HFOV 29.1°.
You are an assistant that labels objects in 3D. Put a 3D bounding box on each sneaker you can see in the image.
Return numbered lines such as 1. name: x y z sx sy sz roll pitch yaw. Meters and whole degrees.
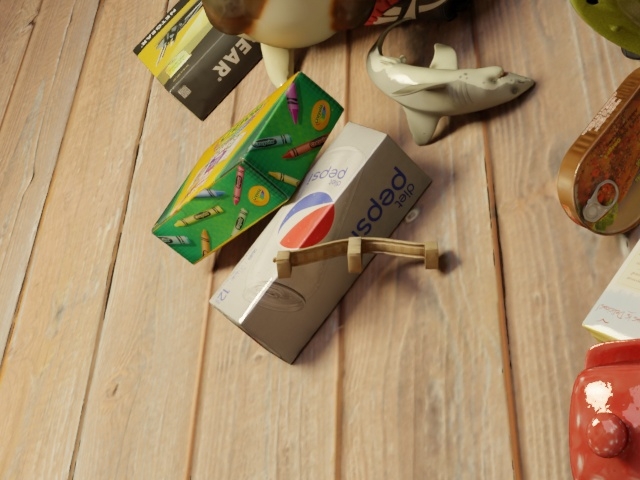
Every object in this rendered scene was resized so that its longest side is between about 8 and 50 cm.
1. sneaker: 0.133 -0.342 1.688 0.276 0.135 0.097 159 127 -71

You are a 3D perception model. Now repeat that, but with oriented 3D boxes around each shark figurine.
1. shark figurine: 0.114 -0.183 1.548 0.166 0.116 0.278 -24 33 -27

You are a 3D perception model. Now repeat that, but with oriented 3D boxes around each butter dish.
1. butter dish: 0.255 0.155 0.982 0.160 0.118 0.160 -7 80 44

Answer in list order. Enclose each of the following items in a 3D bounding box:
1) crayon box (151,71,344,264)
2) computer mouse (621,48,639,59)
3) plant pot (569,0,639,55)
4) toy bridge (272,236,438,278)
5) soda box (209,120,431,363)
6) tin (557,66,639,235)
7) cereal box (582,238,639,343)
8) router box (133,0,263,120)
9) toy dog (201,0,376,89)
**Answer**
1. crayon box: -0.099 -0.089 1.617 0.278 0.081 0.165 -32 23 53
2. computer mouse: 0.364 -0.315 1.426 0.184 0.060 0.262 -3 53 46
3. plant pot: 0.394 -0.375 1.217 0.366 0.366 0.353 -4 61 47
4. toy bridge: 0.039 0.016 1.401 0.188 0.026 0.063 -3 19 4
5. soda box: 0.000 0.000 1.484 0.286 0.098 0.091 -52 33 -7
6. tin: 0.310 -0.091 1.218 0.189 0.106 0.040 -50 25 -5
7. cereal box: 0.364 0.015 1.096 0.240 0.047 0.173 -54 34 -7
8. router box: -0.156 -0.369 2.055 0.309 0.081 0.243 -47 33 2
9. toy dog: -0.070 -0.385 1.682 0.408 0.285 0.395 -113 31 -70
